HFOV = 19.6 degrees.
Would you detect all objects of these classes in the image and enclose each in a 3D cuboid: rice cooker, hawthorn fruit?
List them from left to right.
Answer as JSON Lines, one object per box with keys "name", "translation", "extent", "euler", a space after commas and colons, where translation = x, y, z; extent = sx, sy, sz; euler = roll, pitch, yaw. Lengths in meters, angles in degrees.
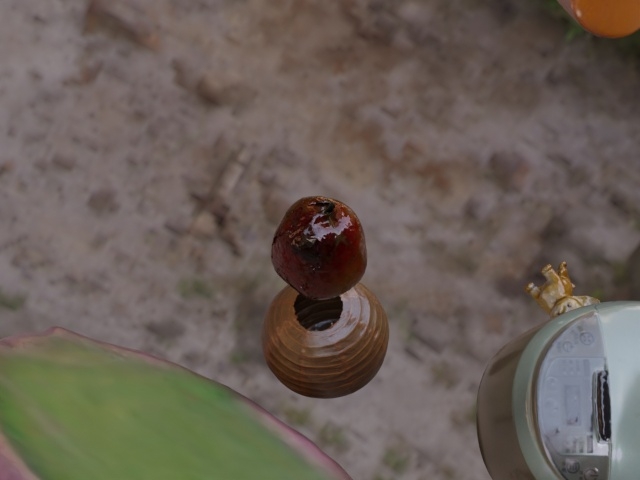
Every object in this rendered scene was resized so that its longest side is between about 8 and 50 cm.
{"name": "hawthorn fruit", "translation": [-0.001, 0.004, 1.326], "extent": [0.077, 0.077, 0.077], "euler": [21, 36, -16]}
{"name": "rice cooker", "translation": [0.192, 0.109, 1.119], "extent": [0.206, 0.127, 0.145], "euler": [8, 76, -31]}

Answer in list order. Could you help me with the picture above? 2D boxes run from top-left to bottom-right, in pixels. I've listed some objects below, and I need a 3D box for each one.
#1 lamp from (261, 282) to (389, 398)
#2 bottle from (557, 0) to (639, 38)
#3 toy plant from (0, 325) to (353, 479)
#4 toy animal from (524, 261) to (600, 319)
{"name": "lamp", "translation": [0.005, 0.101, 1.946], "extent": [0.136, 0.136, 0.136], "euler": [21, 36, -16]}
{"name": "bottle", "translation": [0.209, -0.210, 1.443], "extent": [0.069, 0.069, 0.187], "euler": [22, 17, -14]}
{"name": "toy plant", "translation": [-0.122, 0.212, 0.702], "extent": [0.210, 0.356, 0.317], "euler": [12, 19, -22]}
{"name": "toy animal", "translation": [0.256, 0.068, 1.931], "extent": [0.083, 0.060, 0.081], "euler": [52, 16, 31]}
